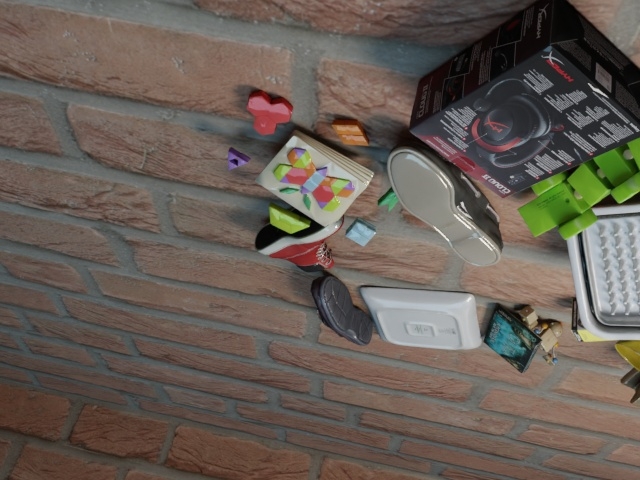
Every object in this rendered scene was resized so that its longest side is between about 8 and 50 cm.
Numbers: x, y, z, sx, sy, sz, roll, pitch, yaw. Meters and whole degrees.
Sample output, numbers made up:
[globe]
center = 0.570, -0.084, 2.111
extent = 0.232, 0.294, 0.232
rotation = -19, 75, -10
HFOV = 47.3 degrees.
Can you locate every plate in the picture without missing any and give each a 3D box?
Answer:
[plate]
center = 0.254, 0.206, 1.825
extent = 0.277, 0.045, 0.277
rotation = 2, 147, 18

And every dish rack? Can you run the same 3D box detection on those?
[dish rack]
center = 0.623, 0.044, 1.293
extent = 0.332, 0.072, 0.286
rotation = -4, 118, 29

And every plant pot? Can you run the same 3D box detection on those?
[plant pot]
center = 0.719, 0.232, 1.568
extent = 0.134, 0.095, 0.134
rotation = 42, 177, 3

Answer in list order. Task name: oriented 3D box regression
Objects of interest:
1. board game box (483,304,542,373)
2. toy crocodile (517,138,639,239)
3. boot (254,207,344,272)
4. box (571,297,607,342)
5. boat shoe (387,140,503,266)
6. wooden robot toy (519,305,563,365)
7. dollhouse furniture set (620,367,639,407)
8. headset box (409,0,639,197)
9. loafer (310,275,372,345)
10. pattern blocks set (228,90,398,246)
[board game box]
center = 0.457, 0.239, 1.746
extent = 0.126, 0.026, 0.186
rotation = 41, 160, 24
[toy crocodile]
center = 0.447, -0.098, 1.192
extent = 0.115, 0.105, 0.340
rotation = 57, 149, 10
[boot]
center = 0.000, 0.000, 1.560
extent = 0.176, 0.088, 0.244
rotation = 27, 148, -34
[box]
center = 0.654, 0.161, 1.541
extent = 0.232, 0.087, 0.058
rotation = -7, 143, 34
[boat shoe]
center = 0.230, -0.080, 1.333
extent = 0.112, 0.096, 0.335
rotation = -17, 133, 37
[wooden robot toy]
center = 0.528, 0.211, 1.712
extent = 0.173, 0.079, 0.076
rotation = 55, 169, -17
[dollhouse furniture set]
center = 0.901, 0.346, 1.505
extent = 0.256, 0.362, 0.394
rotation = 25, 120, -17
[headset box]
center = 0.291, -0.193, 1.079
extent = 0.218, 0.110, 0.293
rotation = 30, 146, -25
[loafer]
center = 0.035, 0.183, 1.822
extent = 0.095, 0.109, 0.302
rotation = 1, 150, 29
[pattern blocks set]
center = -0.013, -0.113, 1.339
extent = 0.324, 0.026, 0.285
rotation = 20, 132, -8
